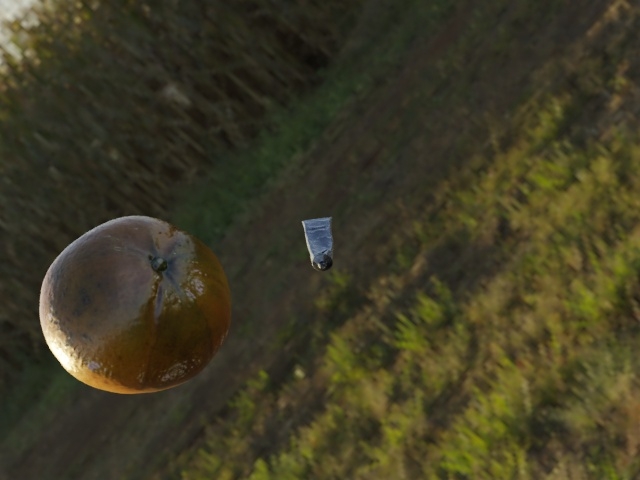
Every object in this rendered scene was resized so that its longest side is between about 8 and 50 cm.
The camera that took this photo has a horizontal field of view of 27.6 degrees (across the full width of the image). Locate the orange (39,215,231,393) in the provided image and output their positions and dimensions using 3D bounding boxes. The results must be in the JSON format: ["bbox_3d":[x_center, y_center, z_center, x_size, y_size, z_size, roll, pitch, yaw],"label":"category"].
[{"bbox_3d":[-0.224,0.076,1.604,0.240,0.240,0.171,-60,2,-39],"label":"orange"}]

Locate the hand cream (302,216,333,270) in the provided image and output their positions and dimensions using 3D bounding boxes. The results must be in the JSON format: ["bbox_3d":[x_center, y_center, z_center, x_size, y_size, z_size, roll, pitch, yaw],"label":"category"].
[{"bbox_3d":[0.000,0.000,1.235,0.030,0.019,0.093,-9,32,0],"label":"hand cream"}]
